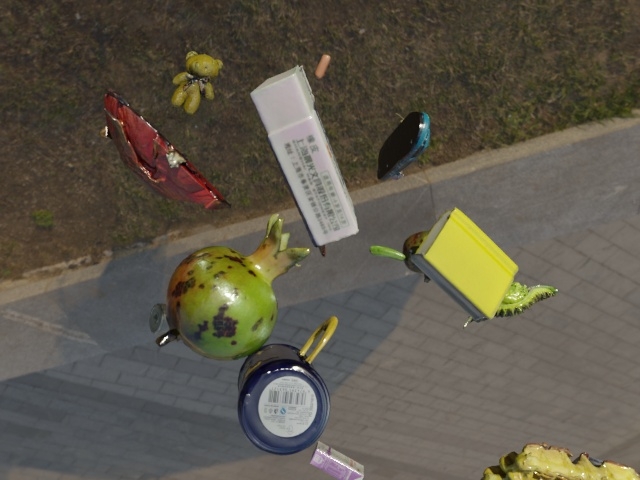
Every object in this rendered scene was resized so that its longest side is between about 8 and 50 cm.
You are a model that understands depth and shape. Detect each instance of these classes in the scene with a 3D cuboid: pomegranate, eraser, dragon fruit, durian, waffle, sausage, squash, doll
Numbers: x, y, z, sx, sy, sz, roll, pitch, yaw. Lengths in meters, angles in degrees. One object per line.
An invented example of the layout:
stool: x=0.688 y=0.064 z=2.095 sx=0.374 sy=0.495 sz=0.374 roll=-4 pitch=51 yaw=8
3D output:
pomegranate: x=0.277 y=0.035 z=1.168 sx=0.130 sy=0.130 sz=0.130 roll=-3 pitch=130 yaw=-3
eraser: x=-0.021 y=-0.142 z=0.764 sx=0.086 sy=0.130 sz=0.287 roll=-18 pitch=116 yaw=12
eraser: x=0.327 y=0.053 z=0.991 sx=0.226 sy=0.158 sz=0.069 roll=43 pitch=155 yaw=-8
pomegranate: x=-0.113 y=0.058 z=0.584 sx=0.156 sy=0.156 sz=0.220 roll=30 pitch=103 yaw=-26
dragon fruit: x=-0.360 y=-0.180 z=0.908 sx=0.100 sy=0.343 sz=0.282 roll=-44 pitch=132 yaw=-13
durian: x=0.673 y=0.220 z=1.569 sx=0.374 sy=0.132 sz=0.107 roll=-17 pitch=141 yaw=-4
waffle: x=0.429 y=0.449 z=0.792 sx=0.283 sy=0.065 sz=0.309 roll=-23 pitch=124 yaw=18
sausage: x=0.007 y=-0.599 z=1.519 sx=0.034 sy=0.034 sz=0.083 roll=22 pitch=106 yaw=-21
squash: x=0.162 y=0.030 z=1.068 sx=0.089 sy=0.027 sz=0.027 roll=12 pitch=131 yaw=14
doll: x=-0.408 y=-0.517 z=1.435 sx=0.137 sy=0.097 sz=0.210 roll=20 pitch=82 yaw=-9

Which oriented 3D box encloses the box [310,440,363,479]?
box: x=0.037 y=0.492 z=0.966 sx=0.117 sy=0.050 sz=0.036 roll=27 pitch=90 yaw=8

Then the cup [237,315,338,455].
cup: x=-0.070 y=0.264 z=0.883 sx=0.178 sy=0.255 sz=0.256 roll=12 pitch=170 yaw=-7

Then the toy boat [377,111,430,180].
toy boat: x=0.271 y=-0.279 z=1.347 sx=0.092 sy=0.134 sz=0.299 roll=13 pitch=163 yaw=-13

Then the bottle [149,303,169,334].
bottle: x=-0.497 y=0.291 z=1.618 sx=0.233 sy=0.110 sz=0.110 roll=12 pitch=131 yaw=-44

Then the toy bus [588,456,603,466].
toy bus: x=0.750 y=0.635 z=1.116 sx=0.190 sy=0.064 sz=0.075 roll=42 pitch=74 yaw=-9

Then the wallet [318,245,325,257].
wallet: x=0.000 y=0.000 z=2.082 sx=0.026 sy=0.176 sz=0.095 roll=-5 pitch=115 yaw=-9

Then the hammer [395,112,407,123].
hammer: x=0.298 y=-0.456 z=1.633 sx=0.035 sy=0.110 sz=0.019 roll=-28 pitch=124 yaw=5
